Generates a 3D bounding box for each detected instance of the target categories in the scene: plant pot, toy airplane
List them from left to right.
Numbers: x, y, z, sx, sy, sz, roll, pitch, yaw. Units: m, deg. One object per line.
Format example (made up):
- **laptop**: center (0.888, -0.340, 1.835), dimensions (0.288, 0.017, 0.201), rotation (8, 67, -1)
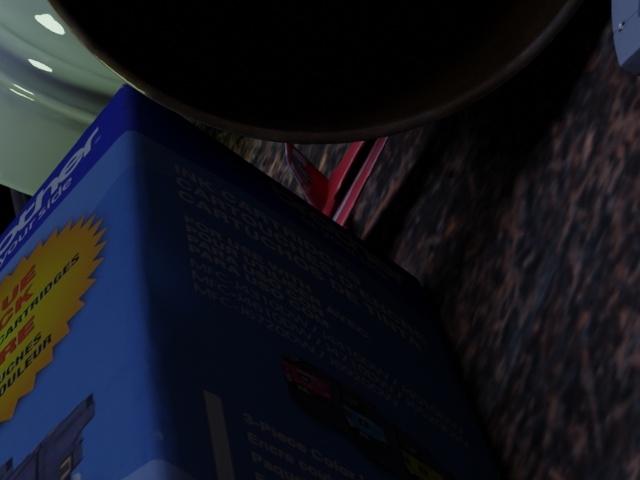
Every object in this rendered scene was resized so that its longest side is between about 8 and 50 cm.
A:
- **plant pot**: center (-0.003, -0.147, 0.735), dimensions (0.230, 0.215, 0.215), rotation (-102, 35, -86)
- **toy airplane**: center (0.000, 0.000, 0.790), dimensions (0.151, 0.028, 0.151), rotation (-55, 21, 33)

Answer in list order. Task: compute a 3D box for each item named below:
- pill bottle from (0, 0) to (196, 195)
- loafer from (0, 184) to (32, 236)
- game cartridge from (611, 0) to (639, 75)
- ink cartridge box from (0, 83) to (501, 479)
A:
- **pill bottle**: center (-0.089, -0.209, 1.017), dimensions (0.361, 0.204, 0.204), rotation (-62, 18, 21)
- **loafer**: center (-0.190, 0.033, 1.206), dimensions (0.109, 0.095, 0.302), rotation (-59, 18, 31)
- **game cartridge**: center (0.112, -0.093, 0.587), dimensions (0.056, 0.017, 0.083), rotation (-41, 32, 50)
- **ink cartridge box**: center (-0.080, 0.128, 0.596), dimensions (0.270, 0.151, 0.395), rotation (-49, 20, 14)
